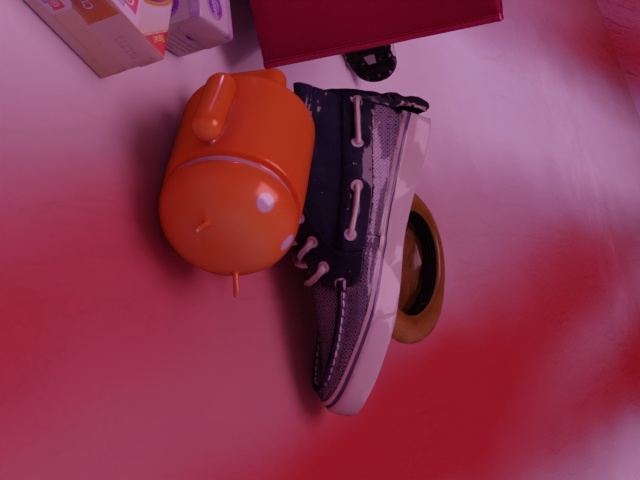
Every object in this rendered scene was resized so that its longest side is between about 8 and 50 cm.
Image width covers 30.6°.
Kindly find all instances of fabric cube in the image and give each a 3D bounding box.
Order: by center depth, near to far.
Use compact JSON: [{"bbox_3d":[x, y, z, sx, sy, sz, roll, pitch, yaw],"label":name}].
[{"bbox_3d":[0.049,-0.356,1.228,0.259,0.254,0.258,-72,149,-66],"label":"fabric cube"}]

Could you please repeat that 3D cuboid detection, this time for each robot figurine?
[{"bbox_3d":[-0.072,-0.058,1.040,0.128,0.158,0.219,22,47,-13],"label":"robot figurine"}]

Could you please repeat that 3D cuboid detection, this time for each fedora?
[{"bbox_3d":[0.077,0.030,1.370,0.194,0.079,0.194,19,67,-55],"label":"fedora"}]

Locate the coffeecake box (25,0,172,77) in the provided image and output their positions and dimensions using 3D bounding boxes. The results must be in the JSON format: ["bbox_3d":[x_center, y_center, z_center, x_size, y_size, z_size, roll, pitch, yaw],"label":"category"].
[{"bbox_3d":[-0.184,-0.255,0.973,0.142,0.068,0.186,48,37,-48],"label":"coffeecake box"}]

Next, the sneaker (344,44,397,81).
[{"bbox_3d":[0.038,-0.320,1.482,0.106,0.078,0.234,-80,151,-47],"label":"sneaker"}]

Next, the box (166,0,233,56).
[{"bbox_3d":[-0.138,-0.340,1.122,0.067,0.063,0.324,25,55,-61],"label":"box"}]

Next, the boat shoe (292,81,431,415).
[{"bbox_3d":[0.000,0.000,1.204,0.127,0.158,0.341,158,-56,-72],"label":"boat shoe"}]
